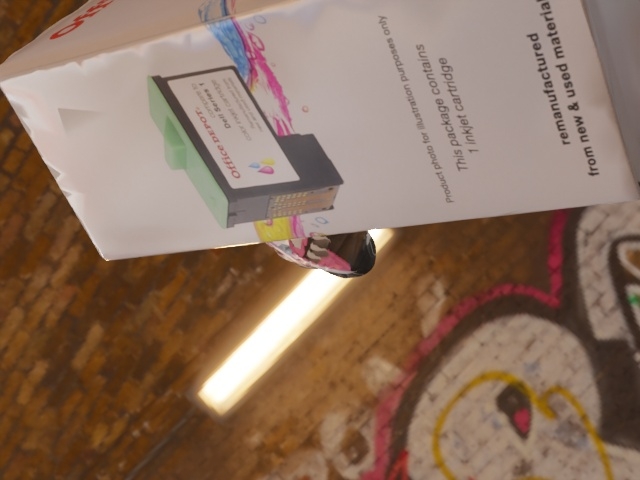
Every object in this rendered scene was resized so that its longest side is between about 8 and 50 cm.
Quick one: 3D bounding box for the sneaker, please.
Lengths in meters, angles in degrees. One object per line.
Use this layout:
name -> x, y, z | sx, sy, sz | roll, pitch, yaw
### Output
sneaker -> 0.000, 0.000, 1.010 | 0.072, 0.178, 0.077 | -51, -50, -9

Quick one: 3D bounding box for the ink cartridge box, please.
ink cartridge box -> 0.020, -0.100, 0.478 | 0.201, 0.278, 0.117 | -55, -51, -46
